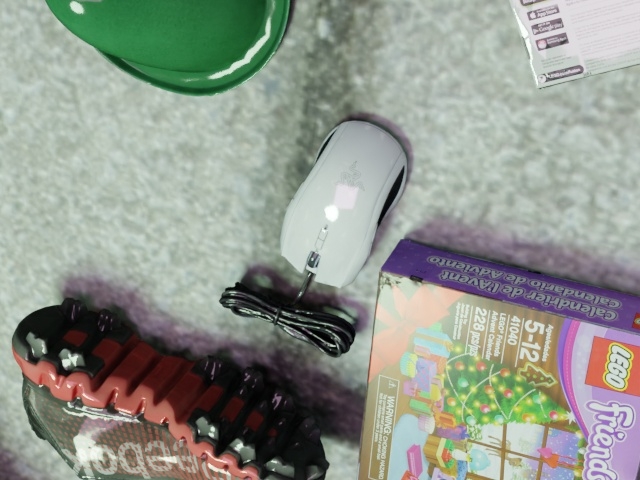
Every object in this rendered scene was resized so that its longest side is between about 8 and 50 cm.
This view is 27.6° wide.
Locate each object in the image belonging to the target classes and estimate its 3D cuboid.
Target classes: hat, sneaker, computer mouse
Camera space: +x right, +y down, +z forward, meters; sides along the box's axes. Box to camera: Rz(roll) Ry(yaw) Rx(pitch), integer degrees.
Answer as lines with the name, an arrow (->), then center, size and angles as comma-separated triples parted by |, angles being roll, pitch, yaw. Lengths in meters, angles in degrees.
hat -> -0.147, -0.153, 0.838 | 0.208, 0.183, 0.173 | 29, 123, 7
sneaker -> -0.124, 0.154, 1.040 | 0.276, 0.097, 0.135 | 21, 122, 14
computer mouse -> 0.000, 0.000, 0.940 | 0.106, 0.042, 0.193 | 28, 123, 8

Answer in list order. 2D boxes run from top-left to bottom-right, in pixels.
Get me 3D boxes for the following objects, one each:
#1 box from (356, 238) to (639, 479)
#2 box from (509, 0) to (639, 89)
box -> 0.131, 0.157, 0.956 | 0.201, 0.057, 0.293 | 13, 120, 16
box -> 0.212, -0.169, 0.767 | 0.207, 0.036, 0.114 | -11, 111, 27
